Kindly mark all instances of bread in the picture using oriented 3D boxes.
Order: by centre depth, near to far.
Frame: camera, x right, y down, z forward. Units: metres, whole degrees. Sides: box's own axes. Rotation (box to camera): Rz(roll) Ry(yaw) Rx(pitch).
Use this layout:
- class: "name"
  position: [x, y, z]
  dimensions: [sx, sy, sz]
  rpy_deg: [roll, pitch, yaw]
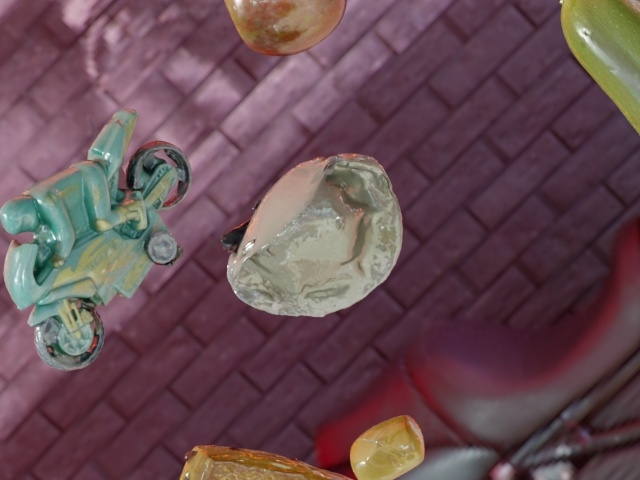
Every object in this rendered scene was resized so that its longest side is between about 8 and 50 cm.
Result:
- class: "bread"
  position: [-0.070, 0.366, 2.041]
  dimensions: [0.099, 0.235, 0.210]
  rpy_deg: [172, 109, -80]
- class: "bread"
  position: [0.086, 0.285, 2.263]
  dimensions: [0.115, 0.056, 0.082]
  rpy_deg: [-31, 51, 33]

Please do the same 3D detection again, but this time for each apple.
- class: "apple"
  position: [-0.054, -0.376, 2.514]
  dimensions: [0.174, 0.188, 0.188]
  rpy_deg: [-23, 13, 5]

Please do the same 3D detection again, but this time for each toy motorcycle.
- class: "toy motorcycle"
  position: [-0.271, -0.011, 1.903]
  dimensions: [0.109, 0.198, 0.296]
  rpy_deg: [7, 60, 55]

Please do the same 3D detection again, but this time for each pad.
- class: "pad"
  position: [-0.256, -0.066, 2.139]
  dimensions: [0.006, 0.113, 0.187]
  rpy_deg: [-26, 46, 3]

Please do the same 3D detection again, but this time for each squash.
- class: "squash"
  position: [0.338, -0.103, 1.508]
  dimensions: [0.094, 0.341, 0.094]
  rpy_deg: [-35, -9, -6]

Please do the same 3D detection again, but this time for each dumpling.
- class: "dumpling"
  position: [-0.011, -0.012, 2.513]
  dimensions: [0.293, 0.204, 0.163]
  rpy_deg: [-46, 44, 5]
